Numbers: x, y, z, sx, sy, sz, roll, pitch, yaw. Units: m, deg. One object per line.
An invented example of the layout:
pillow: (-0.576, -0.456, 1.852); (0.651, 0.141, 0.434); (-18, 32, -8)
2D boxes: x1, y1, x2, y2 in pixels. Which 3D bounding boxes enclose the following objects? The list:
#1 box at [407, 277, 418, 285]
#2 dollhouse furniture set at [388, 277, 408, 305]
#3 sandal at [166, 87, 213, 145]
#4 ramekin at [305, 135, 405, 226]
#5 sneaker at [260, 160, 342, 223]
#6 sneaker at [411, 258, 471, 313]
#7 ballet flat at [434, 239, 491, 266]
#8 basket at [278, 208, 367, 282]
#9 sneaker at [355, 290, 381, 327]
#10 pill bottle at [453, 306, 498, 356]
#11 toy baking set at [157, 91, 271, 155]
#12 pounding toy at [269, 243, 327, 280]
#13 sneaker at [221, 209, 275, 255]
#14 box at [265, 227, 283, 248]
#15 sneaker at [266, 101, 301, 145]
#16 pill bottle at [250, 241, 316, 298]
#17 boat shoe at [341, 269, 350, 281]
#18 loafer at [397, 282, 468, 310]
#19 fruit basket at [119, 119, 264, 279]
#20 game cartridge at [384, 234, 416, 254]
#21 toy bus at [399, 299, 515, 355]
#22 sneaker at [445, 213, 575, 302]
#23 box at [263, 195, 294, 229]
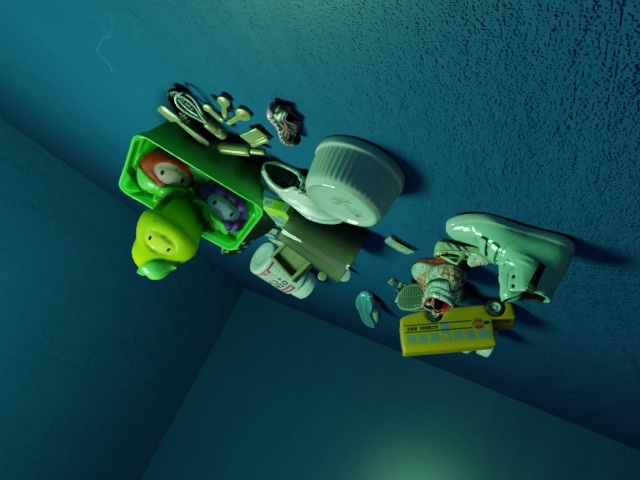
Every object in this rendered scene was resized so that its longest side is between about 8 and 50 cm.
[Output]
box: (0.332, 0.178, 1.542); (0.083, 0.052, 0.062); (26, 129, 2)
dollhouse furniture set: (0.293, 0.186, 1.614); (0.091, 0.081, 0.114); (31, 164, -13)
sandal: (-0.311, -0.305, 1.117); (0.067, 0.040, 0.179); (-4, 144, 13)
ramekin: (0.066, -0.118, 0.975); (0.207, 0.109, 0.207); (24, 164, 8)
sneaker: (-0.047, -0.121, 1.170); (0.258, 0.094, 0.091); (25, 169, 8)
sneaker: (0.311, 0.131, 1.296); (0.090, 0.145, 0.270); (30, 164, -10)
ballet flat: (0.355, 0.039, 1.108); (0.168, 0.052, 0.057); (12, 158, 42)
basket: (0.000, 0.000, 1.387); (0.227, 0.154, 0.204); (31, 147, 1)
sneaker: (0.225, 0.298, 2.084); (0.087, 0.092, 0.228); (20, 143, 31)
pill bottle: (0.484, 0.313, 1.606); (0.246, 0.136, 0.136); (23, 164, 13)
toy baking set: (-0.243, -0.273, 1.079); (0.256, 0.030, 0.197); (6, 149, 19)
pounding toy: (-0.049, 0.077, 1.694); (0.206, 0.181, 0.094); (46, 178, 13)
sneaker: (-0.286, -0.067, 1.695); (0.122, 0.146, 0.330); (6, 156, -40)
box: (-0.136, 0.015, 1.846); (0.136, 0.036, 0.225); (17, 160, 33)
sneaker: (-0.062, -0.236, 0.938); (0.057, 0.047, 0.119); (5, 157, 27)
pill bottle: (-0.163, 0.142, 2.066); (0.283, 0.160, 0.160); (36, 162, -31)
boat shoe: (0.037, 0.097, 1.786); (0.184, 0.066, 0.063); (31, 174, -16)
loafer: (0.352, 0.183, 1.432); (0.087, 0.094, 0.251); (28, 152, -34)
fruit basket: (-0.363, -0.087, 1.209); (0.392, 0.392, 0.283); (31, 138, -14)
game cartridge: (0.227, 0.014, 1.303); (0.083, 0.017, 0.056); (29, 168, -5)
toy bus: (0.407, 0.264, 1.368); (0.333, 0.130, 0.108); (-6, 156, 6)
sneaker: (0.356, 0.039, 0.925); (0.256, 0.151, 0.094); (17, 163, 34)
box: (-0.114, -0.075, 1.520); (0.109, 0.042, 0.178); (18, 161, 29)
